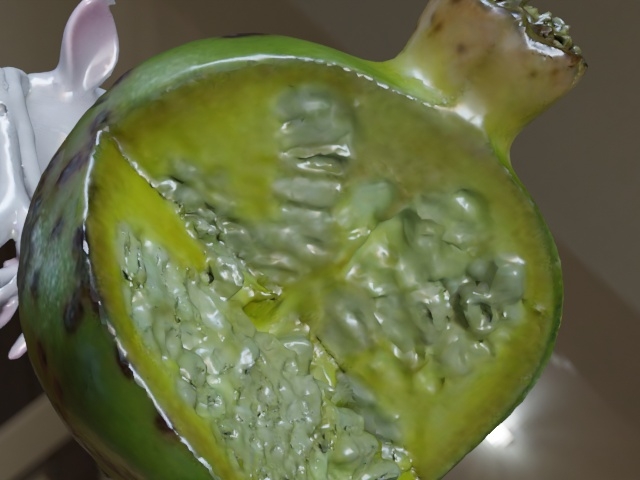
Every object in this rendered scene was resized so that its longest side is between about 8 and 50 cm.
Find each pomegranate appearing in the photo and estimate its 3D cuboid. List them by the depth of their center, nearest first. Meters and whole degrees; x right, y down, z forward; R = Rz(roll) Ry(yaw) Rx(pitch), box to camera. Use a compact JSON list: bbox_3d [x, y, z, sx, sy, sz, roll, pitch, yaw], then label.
[{"bbox_3d":[-0.005,0.002,0.512,0.143,0.169,0.122,32,-10,-15],"label":"pomegranate"}]

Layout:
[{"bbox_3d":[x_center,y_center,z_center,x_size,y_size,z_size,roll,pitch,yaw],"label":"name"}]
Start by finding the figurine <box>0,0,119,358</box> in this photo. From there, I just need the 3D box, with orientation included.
[{"bbox_3d":[-0.120,0.005,1.024,0.315,0.284,0.206,23,-36,-9],"label":"figurine"}]
